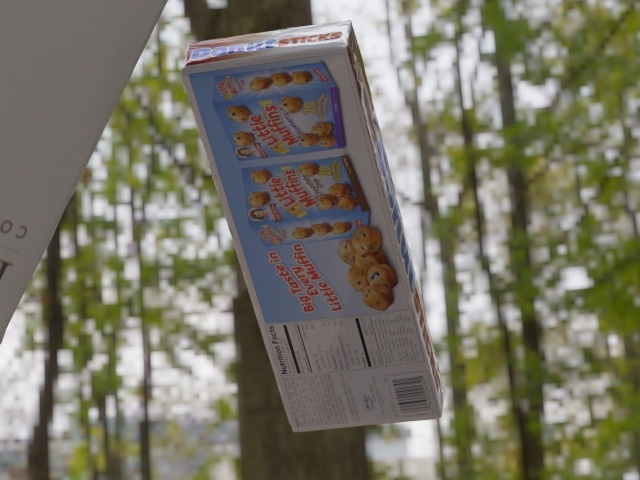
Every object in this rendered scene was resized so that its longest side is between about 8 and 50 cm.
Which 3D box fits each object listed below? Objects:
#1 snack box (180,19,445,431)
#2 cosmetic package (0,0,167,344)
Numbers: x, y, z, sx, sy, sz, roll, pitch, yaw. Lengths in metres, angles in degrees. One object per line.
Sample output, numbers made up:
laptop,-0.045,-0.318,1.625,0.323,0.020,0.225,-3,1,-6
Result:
snack box,0.000,0.000,0.745,0.064,0.022,0.178,-6,-55,14
cosmetic package,-0.135,-0.183,0.620,0.217,0.385,0.156,21,4,-45
